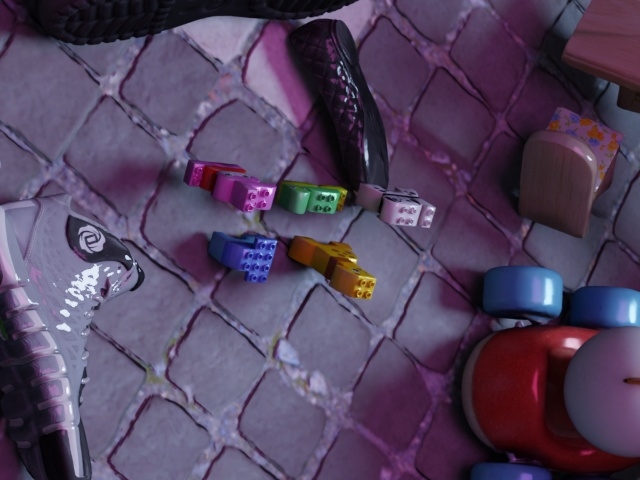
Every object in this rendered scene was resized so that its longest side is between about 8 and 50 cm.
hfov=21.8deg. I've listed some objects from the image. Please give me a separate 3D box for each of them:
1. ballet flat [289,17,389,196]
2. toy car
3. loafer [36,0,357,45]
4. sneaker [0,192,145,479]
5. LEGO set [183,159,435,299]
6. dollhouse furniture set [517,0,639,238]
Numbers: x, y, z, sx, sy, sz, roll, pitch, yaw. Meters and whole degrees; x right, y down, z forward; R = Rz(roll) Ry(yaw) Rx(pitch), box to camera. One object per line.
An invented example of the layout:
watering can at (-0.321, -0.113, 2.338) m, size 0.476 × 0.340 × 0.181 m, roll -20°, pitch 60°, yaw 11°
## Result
ballet flat at (0.021, -0.110, 1.446) m, size 0.057 × 0.049 × 0.173 m, roll -37°, pitch 112°, yaw -61°
toy car at (0.267, 0.136, 1.459) m, size 0.210 × 0.238 × 0.219 m, roll 13°, pitch 77°, yaw -33°
loafer at (-0.064, -0.255, 1.337) m, size 0.366 × 0.134 × 0.130 m, roll -12°, pitch 77°, yaw -33°
sneaker at (-0.179, 0.069, 1.250) m, size 0.132 × 0.086 × 0.229 m, roll -18°, pitch 94°, yaw -38°
LEGO set at (0.000, 0.000, 1.365) m, size 0.227 × 0.093 × 0.087 m, roll 5°, pitch 109°, yaw -35°
dollhouse furniture set at (0.423, -0.158, 1.483) m, size 0.394 × 0.256 × 0.362 m, roll 24°, pitch 64°, yaw 16°
